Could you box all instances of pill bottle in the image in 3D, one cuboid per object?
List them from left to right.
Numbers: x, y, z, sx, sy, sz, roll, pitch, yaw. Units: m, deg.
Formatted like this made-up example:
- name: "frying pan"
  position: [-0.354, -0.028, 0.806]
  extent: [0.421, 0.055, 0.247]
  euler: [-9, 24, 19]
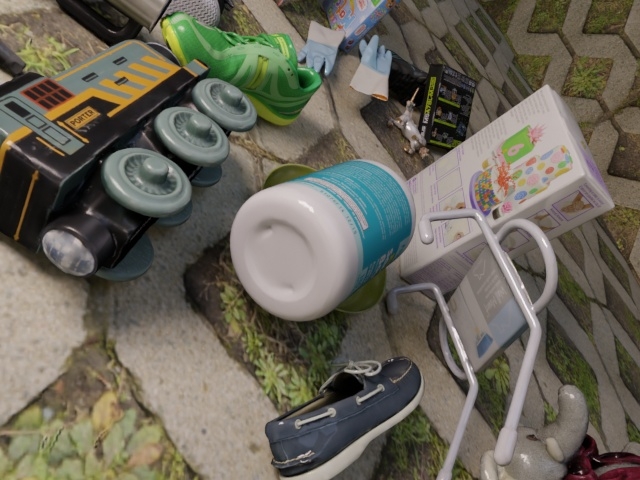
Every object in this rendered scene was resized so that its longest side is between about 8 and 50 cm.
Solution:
- name: "pill bottle"
  position: [0.025, -0.017, 0.638]
  extent: [0.146, 0.146, 0.264]
  euler: [56, 36, 3]

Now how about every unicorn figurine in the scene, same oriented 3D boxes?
- name: "unicorn figurine"
  position: [0.203, -0.260, 1.208]
  extent: [0.111, 0.060, 0.162]
  euler: [-24, 97, -55]

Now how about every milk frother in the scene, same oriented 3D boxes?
- name: "milk frother"
  position: [-0.252, -0.340, 0.669]
  extent: [0.134, 0.129, 0.143]
  euler: [33, 45, -24]

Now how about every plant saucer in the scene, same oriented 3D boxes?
- name: "plant saucer"
  position: [0.000, 0.000, 0.756]
  extent: [0.240, 0.037, 0.241]
  euler: [30, 42, -31]

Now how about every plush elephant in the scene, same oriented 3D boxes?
- name: "plush elephant"
  position: [0.372, 0.333, 0.745]
  extent: [0.255, 0.330, 0.271]
  euler: [39, 17, 18]

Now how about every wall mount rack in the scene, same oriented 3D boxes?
- name: "wall mount rack"
  position: [0.187, 0.142, 0.683]
  extent: [0.130, 0.350, 0.304]
  euler: [-7, 57, -12]

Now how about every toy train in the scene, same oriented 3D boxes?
- name: "toy train"
  position: [-0.197, -0.105, 0.537]
  extent: [0.190, 0.142, 0.334]
  euler: [35, 38, -10]

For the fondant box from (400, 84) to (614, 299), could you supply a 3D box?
- name: "fondant box"
  position: [0.285, -0.075, 0.898]
  extent: [0.096, 0.330, 0.238]
  euler: [34, 40, -26]

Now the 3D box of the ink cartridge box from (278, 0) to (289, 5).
- name: "ink cartridge box"
  position: [0.032, -0.638, 1.107]
  extent: [0.066, 0.296, 0.261]
  euler: [48, 35, -7]

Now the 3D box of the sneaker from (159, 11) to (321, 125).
- name: "sneaker"
  position: [-0.104, -0.261, 0.755]
  extent: [0.295, 0.123, 0.110]
  euler: [6, 52, -59]

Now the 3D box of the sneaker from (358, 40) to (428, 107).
- name: "sneaker"
  position: [0.190, -0.404, 1.269]
  extent: [0.267, 0.101, 0.106]
  euler: [8, 53, -47]

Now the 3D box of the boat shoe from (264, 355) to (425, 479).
- name: "boat shoe"
  position: [0.034, 0.180, 0.600]
  extent: [0.254, 0.095, 0.079]
  euler: [-21, 89, -45]

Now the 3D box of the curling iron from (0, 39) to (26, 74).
- name: "curling iron"
  position: [-0.404, -0.254, 0.485]
  extent: [0.274, 0.068, 0.035]
  euler: [36, 37, -33]

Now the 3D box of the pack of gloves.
- name: "pack of gloves"
  position: [0.060, -0.393, 1.089]
  extent: [0.194, 0.046, 0.232]
  euler: [18, 43, -7]

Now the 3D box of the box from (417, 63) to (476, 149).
- name: "box"
  position: [0.312, -0.320, 1.298]
  extent: [0.190, 0.045, 0.184]
  euler: [-3, 107, -50]

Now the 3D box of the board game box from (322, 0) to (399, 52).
- name: "board game box"
  position: [0.103, -0.558, 1.197]
  extent: [0.039, 0.211, 0.160]
  euler: [13, 51, -42]

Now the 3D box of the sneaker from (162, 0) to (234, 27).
- name: "sneaker"
  position: [-0.241, -0.436, 0.794]
  extent: [0.268, 0.101, 0.153]
  euler: [47, 34, -21]
